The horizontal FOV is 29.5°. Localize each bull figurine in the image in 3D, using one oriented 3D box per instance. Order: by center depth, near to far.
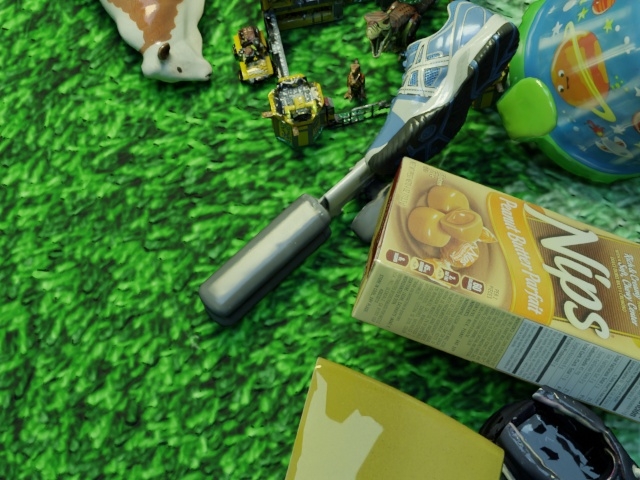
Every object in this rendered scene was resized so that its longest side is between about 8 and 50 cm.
[{"bbox_3d":[-0.208,-0.325,1.432,0.188,0.101,0.310,-41,76,-17],"label":"bull figurine"}]

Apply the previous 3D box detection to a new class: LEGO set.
[{"bbox_3d":[0.060,-0.256,1.350,0.331,0.192,0.255,-5,70,-1],"label":"LEGO set"}]

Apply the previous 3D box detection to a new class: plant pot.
[{"bbox_3d":[0.064,0.255,1.149,0.187,0.212,0.212,13,70,7],"label":"plant pot"}]

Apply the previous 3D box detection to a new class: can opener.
[{"bbox_3d":[0.000,0.000,1.320,0.283,0.076,0.095,-42,74,-12],"label":"can opener"}]

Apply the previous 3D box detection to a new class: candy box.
[{"bbox_3d":[0.204,0.047,1.227,0.316,0.088,0.183,20,40,-1],"label":"candy box"}]

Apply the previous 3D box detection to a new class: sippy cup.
[{"bbox_3d":[0.349,-0.193,1.269,0.240,0.224,0.306,33,75,-12],"label":"sippy cup"}]

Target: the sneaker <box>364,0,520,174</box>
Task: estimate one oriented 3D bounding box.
[{"bbox_3d":[0.117,-0.159,1.283,0.211,0.080,0.081,-49,64,9],"label":"sneaker"}]

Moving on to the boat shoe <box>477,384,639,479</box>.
[{"bbox_3d":[0.291,0.279,1.166,0.340,0.158,0.127,39,75,14],"label":"boat shoe"}]
